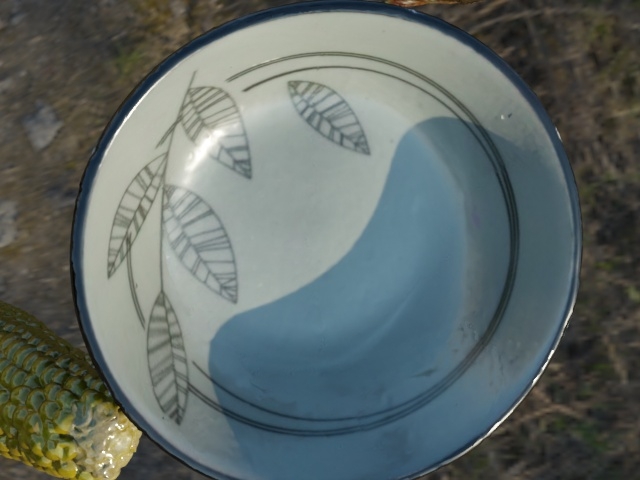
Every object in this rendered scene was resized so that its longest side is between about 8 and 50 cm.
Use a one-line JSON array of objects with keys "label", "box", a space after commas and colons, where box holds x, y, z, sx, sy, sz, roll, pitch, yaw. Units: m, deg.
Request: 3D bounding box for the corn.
[{"label": "corn", "box": [-0.219, 0.085, 1.084, 0.097, 0.262, 0.097, -29, 129, -42]}]

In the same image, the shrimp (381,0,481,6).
[{"label": "shrimp", "box": [0.107, -0.206, 1.110, 0.061, 0.267, 0.145, 43, 45, -38]}]

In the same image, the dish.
[{"label": "dish", "box": [0.000, 0.000, 1.012, 0.316, 0.106, 0.316, -3, 108, -9]}]
